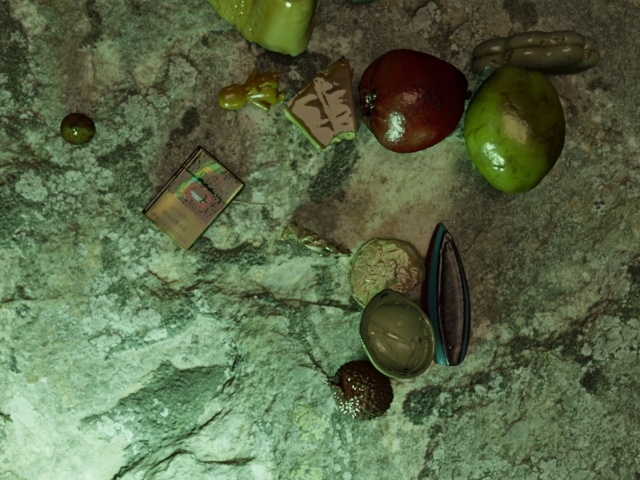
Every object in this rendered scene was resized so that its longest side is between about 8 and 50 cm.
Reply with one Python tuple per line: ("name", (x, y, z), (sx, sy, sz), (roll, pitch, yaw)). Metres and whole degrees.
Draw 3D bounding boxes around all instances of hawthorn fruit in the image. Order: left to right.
("hawthorn fruit", (0.255, -0.356, 1.703), (0.307, 0.265, 0.265), (-4, 92, -23))

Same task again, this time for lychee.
("lychee", (0.101, 0.397, 1.760), (0.197, 0.165, 0.165), (6, 92, -30))

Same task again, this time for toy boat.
("toy boat", (0.346, 0.149, 1.813), (0.136, 0.079, 0.392), (-4, 95, -3))

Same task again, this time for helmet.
("helmet", (0.172, 0.247, 1.763), (0.257, 0.137, 0.204), (47, 66, -19))

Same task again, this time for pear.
("pear", (0.496, -0.282, 1.702), (0.269, 0.269, 0.321), (1, 99, -3))

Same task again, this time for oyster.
("oyster", (0.000, 0.004, 1.785), (0.199, 0.106, 0.061), (22, 77, -14))

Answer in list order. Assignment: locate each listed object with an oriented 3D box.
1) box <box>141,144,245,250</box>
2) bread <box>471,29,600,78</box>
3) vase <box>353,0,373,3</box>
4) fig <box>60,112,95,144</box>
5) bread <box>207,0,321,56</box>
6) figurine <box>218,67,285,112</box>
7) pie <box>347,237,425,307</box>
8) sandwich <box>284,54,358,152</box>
("box", (-0.335, -0.110, 1.767), (0.159, 0.071, 0.240), (41, 89, -1))
("bread", (0.575, -0.490, 1.745), (0.337, 0.183, 0.102), (-3, 95, 0))
("vase", (0.101, -0.757, 1.742), (0.128, 0.128, 0.248), (-13, 83, -2))
("fig", (-0.636, -0.291, 1.719), (0.088, 0.125, 0.089), (0, 94, -7))
("bread", (-0.122, -0.684, 1.616), (0.361, 0.394, 0.250), (41, 74, 0))
("figurine", (-0.183, -0.389, 1.739), (0.176, 0.122, 0.121), (-17, 95, -3))
("pie", (0.173, 0.083, 1.806), (0.218, 0.052, 0.185), (-32, 94, 3))
("sandwich", (0.040, -0.353, 1.759), (0.220, 0.108, 0.186), (-44, 93, -3))
